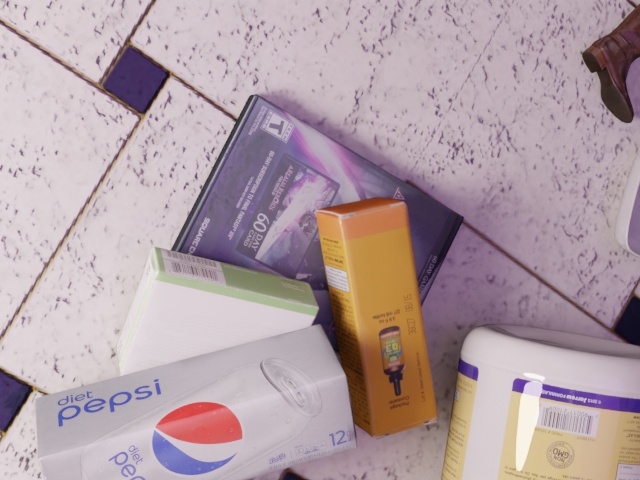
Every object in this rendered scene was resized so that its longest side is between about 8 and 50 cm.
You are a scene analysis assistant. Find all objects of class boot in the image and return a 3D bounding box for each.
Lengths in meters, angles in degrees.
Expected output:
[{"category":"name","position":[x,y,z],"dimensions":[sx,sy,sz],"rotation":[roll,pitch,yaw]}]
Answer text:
[{"category":"boot","position":[0.367,-0.207,1.296],"dimensions":[0.114,0.037,0.106],"rotation":[-38,110,-19]}]

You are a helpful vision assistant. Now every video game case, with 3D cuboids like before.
[{"category":"video game case","position":[0.000,0.000,1.170],"dimensions":[0.274,0.026,0.196],"rotation":[28,84,-21]}]

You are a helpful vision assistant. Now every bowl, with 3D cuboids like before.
[{"category":"bowl","position":[0.410,-0.038,1.319],"dimensions":[0.142,0.053,0.142],"rotation":[17,89,-22]}]

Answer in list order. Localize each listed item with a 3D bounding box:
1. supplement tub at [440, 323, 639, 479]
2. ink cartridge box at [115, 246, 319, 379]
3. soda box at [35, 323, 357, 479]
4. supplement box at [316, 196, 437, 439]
[{"category":"supplement tub","position":[0.244,0.268,1.179],"dimensions":[0.241,0.241,0.331],"rotation":[8,93,-23]},{"category":"ink cartridge box","position":[-0.122,0.135,1.119],"dimensions":[0.171,0.056,0.235],"rotation":[14,114,-22]},{"category":"soda box","position":[-0.116,0.172,1.053],"dimensions":[0.286,0.098,0.091],"rotation":[-14,120,-8]},{"category":"supplement box","position":[0.057,0.077,1.147],"dimensions":[0.078,0.080,0.234],"rotation":[-12,98,-20]}]
